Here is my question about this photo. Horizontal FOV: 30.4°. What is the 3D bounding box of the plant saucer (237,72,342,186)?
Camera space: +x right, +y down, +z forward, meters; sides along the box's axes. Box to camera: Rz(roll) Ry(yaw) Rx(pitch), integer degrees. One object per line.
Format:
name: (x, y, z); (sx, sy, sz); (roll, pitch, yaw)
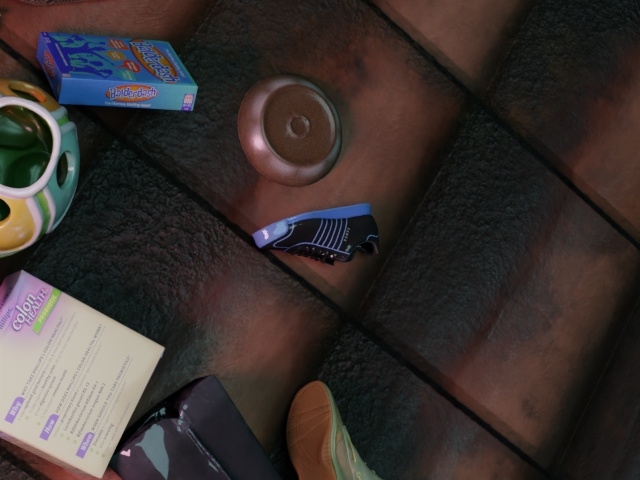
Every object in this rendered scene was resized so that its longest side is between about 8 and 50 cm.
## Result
plant saucer: (-0.042, -0.191, 1.999); (0.199, 0.036, 0.198); (5, 80, -28)

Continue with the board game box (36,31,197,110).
board game box: (-0.312, -0.259, 1.806); (0.210, 0.160, 0.047); (0, 124, -28)

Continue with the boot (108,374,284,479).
boot: (-0.171, 0.473, 1.754); (0.367, 0.146, 0.445); (-43, 108, -41)

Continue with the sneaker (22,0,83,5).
sneaker: (-0.402, -0.413, 1.841); (0.188, 0.066, 0.071); (-7, 69, -33)

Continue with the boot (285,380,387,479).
boot: (0.048, 0.371, 1.922); (0.203, 0.095, 0.262); (33, 33, -44)

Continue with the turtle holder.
turtle holder: (-0.472, -0.085, 1.651); (0.243, 0.227, 0.320); (45, 65, -15)

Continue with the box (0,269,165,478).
box: (-0.390, 0.197, 1.713); (0.243, 0.117, 0.213); (32, 70, -21)

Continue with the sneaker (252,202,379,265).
sneaker: (0.000, 0.000, 1.965); (0.232, 0.081, 0.090); (-12, 81, -30)
